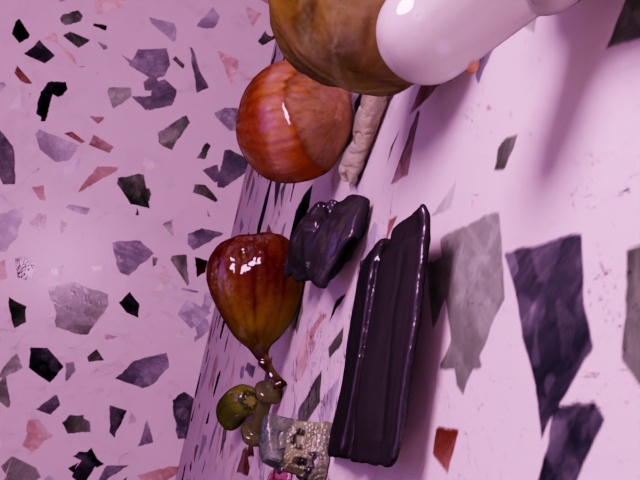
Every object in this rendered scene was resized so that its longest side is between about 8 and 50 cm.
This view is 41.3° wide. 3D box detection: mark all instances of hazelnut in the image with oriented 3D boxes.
[{"bbox_3d":[-0.045,-0.194,1.383,0.214,0.176,0.214,-15,57,25],"label":"hazelnut"}]

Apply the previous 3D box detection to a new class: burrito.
[{"bbox_3d":[0.060,-0.157,1.200,0.045,0.041,0.186,-106,28,-52],"label":"burrito"}]

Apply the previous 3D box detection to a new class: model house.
[{"bbox_3d":[-0.034,0.256,1.047,0.066,0.083,0.079,128,154,-62],"label":"model house"}]

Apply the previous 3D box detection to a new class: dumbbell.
[{"bbox_3d":[-0.101,0.295,1.446,0.052,0.046,0.118,-108,33,-60],"label":"dumbbell"}]

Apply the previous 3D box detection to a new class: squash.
[{"bbox_3d":[-0.168,0.330,1.688,0.258,0.069,0.069,125,157,-62],"label":"squash"}]

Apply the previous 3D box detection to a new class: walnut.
[{"bbox_3d":[0.054,-0.290,0.885,0.227,0.283,0.283,4,79,50],"label":"walnut"}]

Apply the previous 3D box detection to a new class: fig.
[{"bbox_3d":[-0.100,0.122,1.451,0.145,0.170,0.274,80,179,-70],"label":"fig"}]

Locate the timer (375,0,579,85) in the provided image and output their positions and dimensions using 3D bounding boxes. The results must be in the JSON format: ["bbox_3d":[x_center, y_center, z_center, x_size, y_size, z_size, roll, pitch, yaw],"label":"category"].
[{"bbox_3d":[0.102,-0.244,0.551,0.240,0.233,0.233,-37,15,3],"label":"timer"}]

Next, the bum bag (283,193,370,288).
[{"bbox_3d":[0.000,0.000,1.233,0.137,0.074,0.310,-67,11,-4],"label":"bum bag"}]

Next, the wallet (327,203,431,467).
[{"bbox_3d":[0.058,0.105,0.879,0.323,0.041,0.247,130,153,-74],"label":"wallet"}]

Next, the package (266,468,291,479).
[{"bbox_3d":[-0.063,0.351,1.226,0.083,0.029,0.059,-45,24,50],"label":"package"}]
